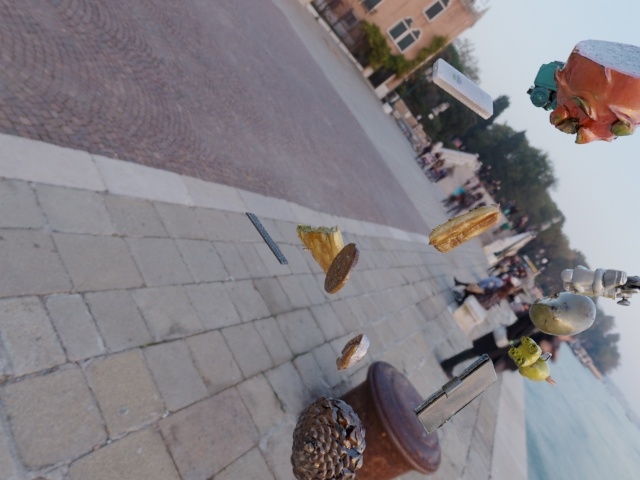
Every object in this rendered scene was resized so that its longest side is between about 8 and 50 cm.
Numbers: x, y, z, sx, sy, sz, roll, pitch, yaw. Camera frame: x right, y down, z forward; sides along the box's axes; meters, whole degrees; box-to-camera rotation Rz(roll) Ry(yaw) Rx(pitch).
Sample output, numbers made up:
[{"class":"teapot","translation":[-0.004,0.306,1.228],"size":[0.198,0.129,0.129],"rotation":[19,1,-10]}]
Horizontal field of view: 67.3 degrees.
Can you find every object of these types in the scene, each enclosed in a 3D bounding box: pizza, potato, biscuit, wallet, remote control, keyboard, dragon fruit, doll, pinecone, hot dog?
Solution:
[{"class":"pizza","translation":[0.000,0.000,1.965],"size":[0.287,0.075,0.280],"rotation":[41,-35,33]},{"class":"potato","translation":[0.904,0.271,1.783],"size":[0.165,0.262,0.165],"rotation":[178,-90,-78]},{"class":"biscuit","translation":[0.066,0.088,1.573],"size":[0.027,0.188,0.188],"rotation":[30,25,-15]},{"class":"wallet","translation":[0.464,0.525,1.637],"size":[0.044,0.317,0.169],"rotation":[47,-9,50]},{"class":"remote control","translation":[0.475,-0.502,1.594],"size":[0.250,0.034,0.103],"rotation":[26,54,-22]},{"class":"keyboard","translation":[-0.201,0.036,2.049],"size":[0.381,0.041,0.103],"rotation":[60,12,9]},{"class":"dragon fruit","translation":[0.754,-0.376,1.264],"size":[0.305,0.305,0.226],"rotation":[-103,-164,-49]},{"class":"doll","translation":[0.799,0.457,1.800],"size":[0.221,0.135,0.143],"rotation":[39,11,-29]},{"class":"pinecone","translation":[0.026,0.666,1.587],"size":[0.242,0.298,0.296],"rotation":[20,0,5]},{"class":"hot dog","translation":[0.481,-0.046,1.602],"size":[0.109,0.269,0.072],"rotation":[45,23,-40]},{"class":"hot dog","translation":[0.133,0.481,2.049],"size":[0.075,0.268,0.144],"rotation":[36,54,2]}]

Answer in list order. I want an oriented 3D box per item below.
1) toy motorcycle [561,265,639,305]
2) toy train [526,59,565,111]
[{"class":"toy motorcycle","translation":[0.659,0.099,1.149],"size":[0.151,0.074,0.228],"rotation":[18,-8,-5]},{"class":"toy train","translation":[0.763,-0.479,1.522],"size":[0.107,0.154,0.198],"rotation":[-7,35,-43]}]
